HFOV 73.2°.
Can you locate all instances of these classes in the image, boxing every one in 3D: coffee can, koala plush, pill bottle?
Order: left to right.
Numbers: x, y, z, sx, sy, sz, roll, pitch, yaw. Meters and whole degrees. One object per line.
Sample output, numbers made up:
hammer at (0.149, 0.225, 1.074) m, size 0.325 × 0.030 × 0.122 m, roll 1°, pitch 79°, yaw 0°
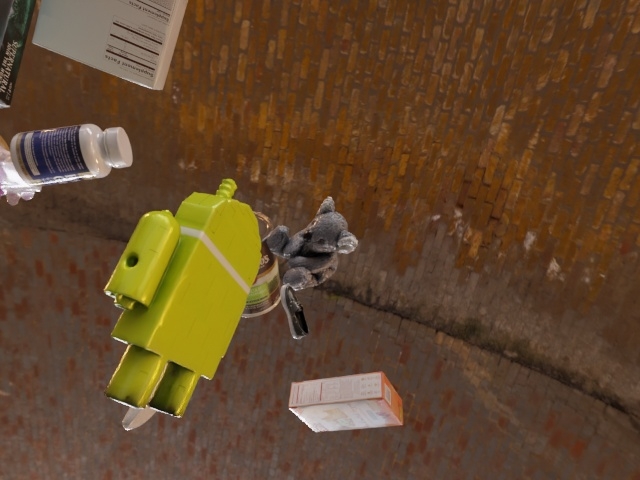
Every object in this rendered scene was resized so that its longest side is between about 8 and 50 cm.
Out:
pill bottle at (-0.426, -0.151, 0.751) m, size 0.169 × 0.094 × 0.094 m, roll -10°, pitch -78°, yaw -6°
coffee can at (-0.234, 0.074, 1.366) m, size 0.201 × 0.201 × 0.275 m, roll 10°, pitch -51°, yaw 18°
koala plush at (0.000, 0.000, 1.195) m, size 0.221 × 0.203 × 0.196 m, roll -51°, pitch -126°, yaw 36°

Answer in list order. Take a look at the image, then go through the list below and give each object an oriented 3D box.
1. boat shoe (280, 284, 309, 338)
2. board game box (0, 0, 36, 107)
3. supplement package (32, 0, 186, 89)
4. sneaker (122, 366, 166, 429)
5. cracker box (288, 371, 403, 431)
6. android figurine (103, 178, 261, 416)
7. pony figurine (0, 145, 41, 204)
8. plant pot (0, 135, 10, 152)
boat shoe at (-0.062, 0.177, 1.093) m, size 0.040 × 0.049 × 0.142 m, roll -24°, pitch -102°, yaw 34°
board game box at (-0.342, -0.205, 0.412) m, size 0.126 × 0.026 × 0.186 m, roll -4°, pitch -110°, yaw 7°
supplement package at (-0.274, -0.339, 0.608) m, size 0.149 × 0.194 × 0.203 m, roll 17°, pitch -78°, yaw -21°
sneaker at (-0.460, 0.393, 1.151) m, size 0.094 × 0.212 × 0.080 m, roll 28°, pitch -27°, yaw 16°
cracker box at (0.062, 0.387, 1.021) m, size 0.232 × 0.067 × 0.156 m, roll -14°, pitch -47°, yaw 21°
android figurine at (-0.143, 0.058, 0.505) m, size 0.056 × 0.248 × 0.273 m, roll 11°, pitch -113°, yaw 16°
pony figurine at (-0.694, -0.159, 0.822) m, size 0.302 × 0.364 × 0.351 m, roll 26°, pitch -45°, yaw -35°
plant pot at (-1.021, -0.233, 1.232) m, size 0.032 × 0.236 × 0.237 m, roll 12°, pitch -70°, yaw 45°
